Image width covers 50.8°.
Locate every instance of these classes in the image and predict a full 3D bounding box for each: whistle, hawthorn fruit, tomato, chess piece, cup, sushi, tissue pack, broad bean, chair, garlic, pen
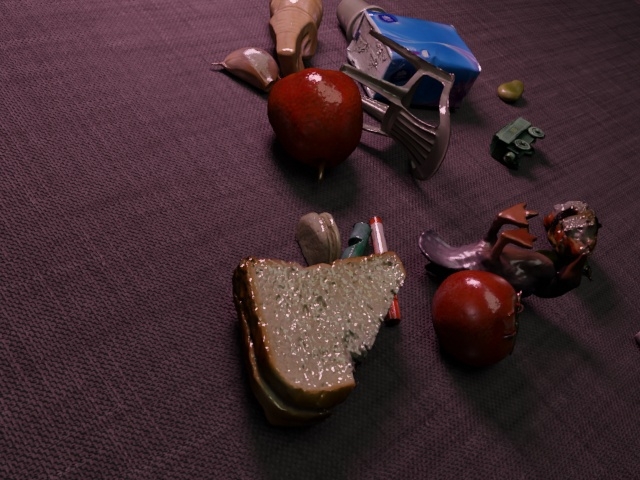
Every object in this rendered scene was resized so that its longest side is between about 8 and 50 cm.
[{"bbox_3d":[0.052,0.037,1.188,0.039,0.039,0.186,26,44,-2],"label":"whistle"},{"bbox_3d":[-0.007,-0.218,1.305,0.197,0.196,0.225,1,75,-26],"label":"hawthorn fruit"},{"bbox_3d":[0.262,0.126,1.136,0.167,0.167,0.167,14,46,-15],"label":"tomato"},{"bbox_3d":[-0.062,-0.460,1.523,0.137,0.137,0.300,16,44,-13],"label":"chess piece"},{"bbox_3d":[0.104,-0.560,1.713,0.120,0.120,0.141,-1,44,-28],"label":"cup"},{"bbox_3d":[0.529,-0.022,1.395,0.097,0.103,0.226,9,26,2],"label":"sushi"},{"bbox_3d":[0.223,-0.436,1.630,0.264,0.146,0.198,-1,50,-27],"label":"tissue pack"},{"bbox_3d":[0.475,0.046,1.386,0.227,0.039,0.069,5,45,-27],"label":"broad bean"},{"bbox_3d":[0.516,-0.403,1.821,0.083,0.045,0.063,-29,66,-33],"label":"broad bean"},{"bbox_3d":[0.161,-0.273,1.416,0.275,0.203,0.190,29,48,8],"label":"chair"},{"bbox_3d":[-0.147,-0.379,1.450,0.152,0.066,0.084,31,46,-1],"label":"garlic"},{"bbox_3d":[0.115,0.050,1.213,0.028,0.028,0.239,11,46,-18],"label":"pen"}]

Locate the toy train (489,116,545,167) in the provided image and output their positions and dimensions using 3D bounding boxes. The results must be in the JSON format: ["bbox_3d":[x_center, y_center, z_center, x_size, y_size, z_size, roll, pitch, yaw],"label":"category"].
[{"bbox_3d":[0.473,-0.240,1.633,0.099,0.070,0.172,36,45,18],"label":"toy train"}]

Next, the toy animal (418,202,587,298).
[{"bbox_3d":[0.328,0.036,1.233,0.299,0.185,0.122,-2,47,4],"label":"toy animal"}]

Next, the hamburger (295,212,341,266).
[{"bbox_3d":[0.004,0.000,1.164,0.054,0.084,0.121,2,51,-27],"label":"hamburger"}]

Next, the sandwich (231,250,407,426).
[{"bbox_3d":[0.020,0.137,1.007,0.289,0.099,0.254,-4,53,-26],"label":"sandwich"}]

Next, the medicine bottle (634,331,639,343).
[{"bbox_3d":[0.668,0.209,1.321,0.057,0.057,0.089,-13,57,-35],"label":"medicine bottle"}]
